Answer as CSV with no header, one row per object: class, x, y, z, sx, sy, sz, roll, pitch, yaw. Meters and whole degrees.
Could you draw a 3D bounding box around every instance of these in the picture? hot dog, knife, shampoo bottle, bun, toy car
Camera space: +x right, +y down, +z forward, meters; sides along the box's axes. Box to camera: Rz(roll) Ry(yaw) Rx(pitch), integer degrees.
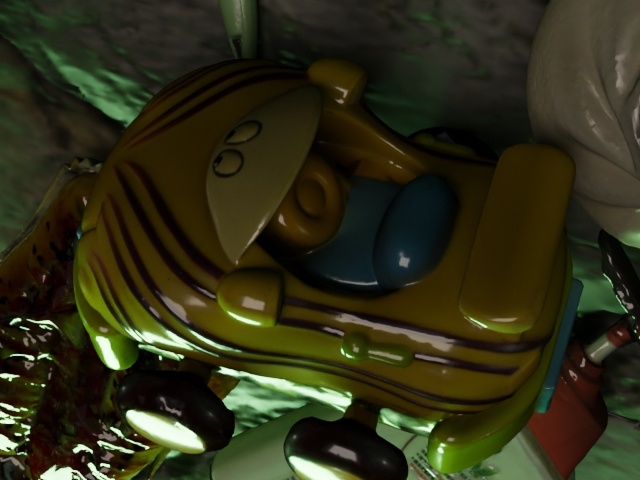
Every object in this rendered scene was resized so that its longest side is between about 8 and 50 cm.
hot dog,-0.138,0.066,0.708,0.162,0.082,0.270,39,120,-2
knife,-0.055,-0.186,0.600,0.030,0.014,0.207,0,113,17
shampoo bottle,0.081,0.107,0.668,0.284,0.071,0.153,-40,96,26
bun,0.178,-0.063,0.527,0.173,0.120,0.173,8,119,15
toy car,0.000,0.000,0.547,0.248,0.200,0.142,13,148,9
